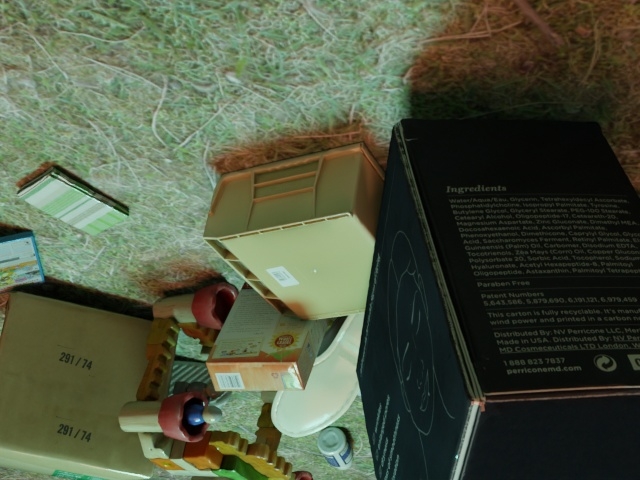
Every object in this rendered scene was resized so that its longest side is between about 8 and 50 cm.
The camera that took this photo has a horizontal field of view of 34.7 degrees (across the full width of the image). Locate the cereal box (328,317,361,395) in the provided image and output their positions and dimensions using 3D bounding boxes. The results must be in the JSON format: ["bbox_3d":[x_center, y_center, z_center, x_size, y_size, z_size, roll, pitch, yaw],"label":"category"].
[{"bbox_3d":[0.115,0.240,1.864,0.240,0.047,0.173,23,143,27],"label":"cereal box"}]

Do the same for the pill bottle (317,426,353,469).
[{"bbox_3d":[0.038,0.481,2.349,0.067,0.067,0.120,-2,146,16],"label":"pill bottle"}]

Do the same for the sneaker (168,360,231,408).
[{"bbox_3d":[-0.375,0.310,2.120,0.366,0.135,0.150,16,144,-9],"label":"sneaker"}]

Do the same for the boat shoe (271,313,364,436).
[{"bbox_3d":[0.033,0.208,1.774,0.117,0.096,0.324,36,111,0],"label":"boat shoe"}]

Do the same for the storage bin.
[{"bbox_3d":[0.000,0.000,1.560,0.260,0.123,0.262,-10,144,28],"label":"storage bin"}]

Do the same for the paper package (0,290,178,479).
[{"bbox_3d":[-0.457,0.284,1.916,0.325,0.309,0.168,14,158,-15],"label":"paper package"}]

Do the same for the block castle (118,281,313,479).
[{"bbox_3d":[-0.138,0.308,1.909,0.213,0.303,0.453,-6,145,32],"label":"block castle"}]

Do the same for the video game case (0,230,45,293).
[{"bbox_3d":[-0.559,0.044,1.814,0.119,0.015,0.166,-13,151,-15],"label":"video game case"}]

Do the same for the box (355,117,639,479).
[{"bbox_3d":[0.235,0.171,1.297,0.298,0.471,0.479,-2,131,-9],"label":"box"}]

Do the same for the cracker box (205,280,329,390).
[{"bbox_3d":[-0.078,0.153,1.710,0.156,0.232,0.067,-3,124,18],"label":"cracker box"}]

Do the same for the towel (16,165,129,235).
[{"bbox_3d":[-0.398,-0.062,1.655,0.152,0.023,0.113,31,144,-34],"label":"towel"}]
